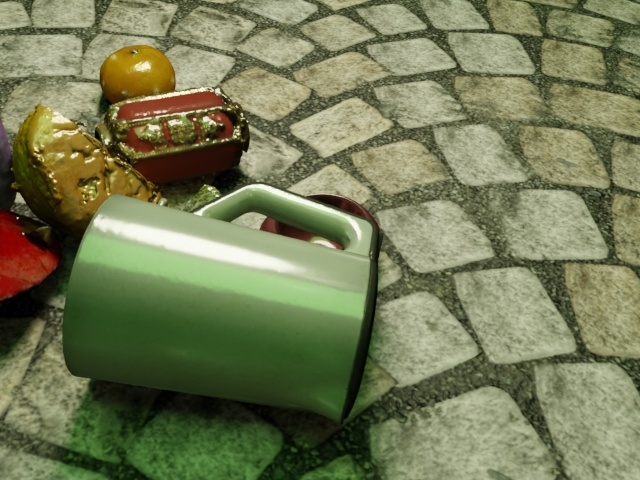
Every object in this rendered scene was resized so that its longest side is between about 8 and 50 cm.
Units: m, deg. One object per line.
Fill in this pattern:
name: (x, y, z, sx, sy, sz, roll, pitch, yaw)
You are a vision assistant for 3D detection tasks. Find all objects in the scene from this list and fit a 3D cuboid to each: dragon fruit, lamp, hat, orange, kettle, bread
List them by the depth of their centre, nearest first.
kettle: (-0.112, 0.059, 1.017, 0.376, 0.250, 0.361, 12, 45, 1)
dragon fruit: (-0.517, 0.017, 1.033, 0.282, 0.100, 0.343, 27, 28, 37)
bread: (-0.382, -0.078, 1.144, 0.160, 0.260, 0.147, -6, 51, 46)
hat: (0.000, 0.000, 1.211, 0.205, 0.089, 0.205, 0, 42, 0)
lamp: (-0.270, -0.185, 1.325, 0.274, 0.177, 0.177, -16, 47, -21)
orange: (-0.379, -0.339, 1.502, 0.156, 0.124, 0.156, 6, 42, -6)

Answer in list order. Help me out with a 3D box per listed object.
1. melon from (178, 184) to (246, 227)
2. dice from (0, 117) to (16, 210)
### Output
melon: (-0.189, -0.027, 1.204, 0.202, 0.139, 0.093, 1, 20, -3)
dice: (-0.664, -0.158, 1.157, 0.271, 0.270, 0.270, -21, 49, -28)
